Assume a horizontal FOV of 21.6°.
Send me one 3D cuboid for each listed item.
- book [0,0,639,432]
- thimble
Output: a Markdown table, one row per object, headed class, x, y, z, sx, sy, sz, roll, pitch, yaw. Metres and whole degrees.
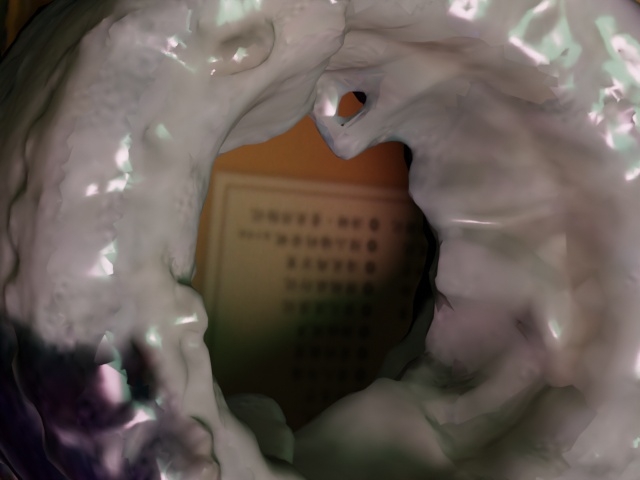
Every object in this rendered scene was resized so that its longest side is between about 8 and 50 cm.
| class | x | y | z | sx | sy | sz | roll | pitch | yaw |
| --- | --- | --- | --- | --- | --- | --- | --- | --- | --- |
| book | 0.000 | 0.061 | 0.612 | 0.269 | 0.032 | 0.389 | 6 | 93 | -29 |
| thimble | 0.000 | 0.000 | 0.503 | 0.237 | 0.150 | 0.237 | -2 | 94 | -27 |
